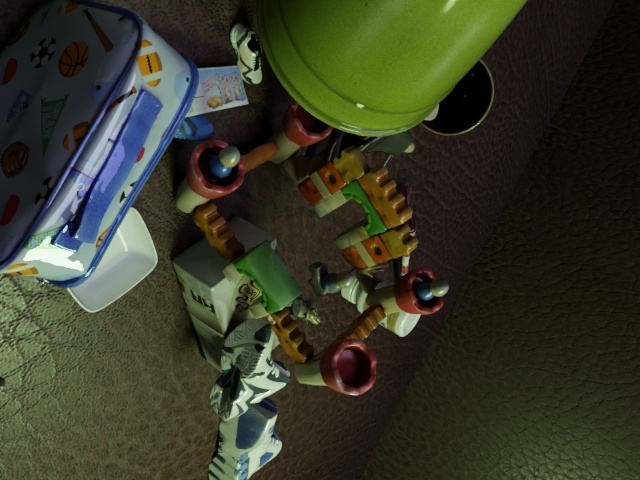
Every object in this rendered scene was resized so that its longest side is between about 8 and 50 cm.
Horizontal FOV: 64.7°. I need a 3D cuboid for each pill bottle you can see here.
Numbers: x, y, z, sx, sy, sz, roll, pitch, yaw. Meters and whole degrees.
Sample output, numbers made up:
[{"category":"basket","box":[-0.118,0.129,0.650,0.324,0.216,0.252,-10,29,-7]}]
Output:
[{"category":"pill bottle","box":[0.182,0.180,1.526,0.131,0.229,0.131,-38,143,-36]}]

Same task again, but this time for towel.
[{"category":"towel","box":[0.260,0.023,1.587,0.237,0.037,0.329,-85,175,-48]}]

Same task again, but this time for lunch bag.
[{"category":"lunch bag","box":[-0.276,-0.103,0.542,0.304,0.243,0.115,-62,151,-2]}]

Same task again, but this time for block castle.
[{"category":"block castle","box":[0.000,0.000,0.865,0.303,0.453,0.212,-37,-175,-35]}]

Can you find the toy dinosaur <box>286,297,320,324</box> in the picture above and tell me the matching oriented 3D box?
[{"category":"toy dinosaur","box":[-0.078,0.187,1.291,0.118,0.063,0.268,-69,153,-19]}]

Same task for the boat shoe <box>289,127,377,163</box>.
[{"category":"boat shoe","box":[0.073,-0.259,1.087,0.356,0.130,0.132,-61,151,-2]}]

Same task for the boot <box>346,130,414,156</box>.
[{"category":"boot","box":[0.126,-0.216,1.186,0.197,0.077,0.137,-35,141,13]}]

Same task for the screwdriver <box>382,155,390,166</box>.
[{"category":"screwdriver","box":[0.190,-0.230,1.420,0.170,0.024,0.025,-58,180,5]}]

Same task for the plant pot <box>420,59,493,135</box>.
[{"category":"plant pot","box":[0.378,-0.420,1.399,0.230,0.215,0.216,-43,149,-58]}]

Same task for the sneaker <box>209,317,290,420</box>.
[{"category":"sneaker","box":[-0.114,0.236,0.993,0.153,0.094,0.235,-10,124,-53]}]

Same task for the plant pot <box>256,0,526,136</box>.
[{"category":"plant pot","box":[0.134,-0.379,0.700,0.366,0.366,0.353,-50,-169,-21]}]

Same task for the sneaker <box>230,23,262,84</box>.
[{"category":"sneaker","box":[-0.116,-0.302,0.839,0.040,0.043,0.109,-52,151,-23]}]

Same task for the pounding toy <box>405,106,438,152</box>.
[{"category":"pounding toy","box":[0.196,-0.367,1.261,0.154,0.154,0.270,10,97,-31]}]

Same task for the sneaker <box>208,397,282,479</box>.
[{"category":"sneaker","box":[-0.181,0.526,1.363,0.182,0.127,0.316,-17,135,-57]}]

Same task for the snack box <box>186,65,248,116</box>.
[{"category":"snack box","box":[-0.169,-0.228,0.767,0.178,0.022,0.064,-41,119,-59]}]

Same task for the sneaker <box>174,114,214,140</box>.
[{"category":"sneaker","box":[-0.226,-0.194,0.727,0.209,0.069,0.082,-2,112,-57]}]

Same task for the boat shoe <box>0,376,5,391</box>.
[{"category":"boat shoe","box":[-0.488,0.240,0.695,0.125,0.046,0.038,-62,147,-18]}]

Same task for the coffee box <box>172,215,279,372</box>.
[{"category":"coffee box","box":[-0.172,0.125,1.026,0.168,0.118,0.297,-39,143,-35]}]

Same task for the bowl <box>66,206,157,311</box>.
[{"category":"bowl","box":[-0.328,0.022,0.759,0.142,0.053,0.142,-44,146,-32]}]
